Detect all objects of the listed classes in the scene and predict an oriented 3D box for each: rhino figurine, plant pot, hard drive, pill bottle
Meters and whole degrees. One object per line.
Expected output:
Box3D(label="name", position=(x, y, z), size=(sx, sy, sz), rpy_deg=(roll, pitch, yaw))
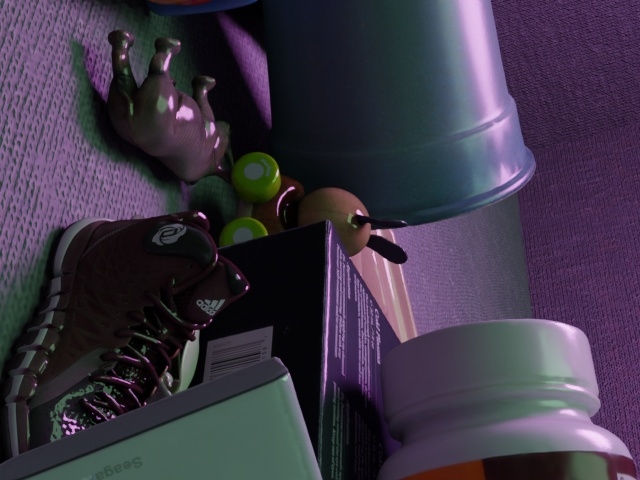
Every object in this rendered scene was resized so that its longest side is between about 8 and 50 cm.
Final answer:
Box3D(label="rhino figurine", position=(-0.142, -0.117, 1.130), size=(0.243, 0.073, 0.106), rpy_deg=(41, 48, -65))
Box3D(label="plant pot", position=(0.072, -0.230, 1.340), size=(0.341, 0.341, 0.334), rpy_deg=(-63, 146, -65))
Box3D(label="hard drive", position=(-0.078, 0.257, 0.797), size=(0.040, 0.203, 0.307), rpy_deg=(-137, -152, -66))
Box3D(label="pill bottle", position=(0.163, 0.278, 0.922), size=(0.224, 0.224, 0.392), rpy_deg=(43, 37, -60))

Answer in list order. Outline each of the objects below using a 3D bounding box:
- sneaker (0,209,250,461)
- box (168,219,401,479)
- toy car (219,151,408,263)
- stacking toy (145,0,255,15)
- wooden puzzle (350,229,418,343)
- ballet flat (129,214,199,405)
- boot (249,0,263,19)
Box3D(label="sneaker", position=(-0.136, 0.076, 0.844), size=(0.106, 0.162, 0.281), rpy_deg=(57, 25, -45))
Box3D(label="box", position=(-0.016, 0.219, 1.076), size=(0.312, 0.179, 0.343), rpy_deg=(57, 26, -42))
Box3D(label="toy car", position=(0.000, 0.000, 1.199), size=(0.155, 0.188, 0.149), rpy_deg=(80, 16, -65))
Box3D(label="stacking toy", position=(-0.189, -0.295, 1.052), size=(0.302, 0.165, 0.175), rpy_deg=(-27, 112, -57))
Box3D(label="wooden puzzle", position=(0.039, 0.126, 1.501), size=(0.348, 0.080, 0.322), rpy_deg=(2, 74, -67))
Box3D(label="ballet flat", position=(-0.140, 0.067, 0.999), size=(0.072, 0.068, 0.213), rpy_deg=(50, 30, -54))
Box3D(label="boot", position=(-0.072, -0.446, 1.498), size=(0.260, 0.131, 0.348), rpy_deg=(14, 74, -63))
